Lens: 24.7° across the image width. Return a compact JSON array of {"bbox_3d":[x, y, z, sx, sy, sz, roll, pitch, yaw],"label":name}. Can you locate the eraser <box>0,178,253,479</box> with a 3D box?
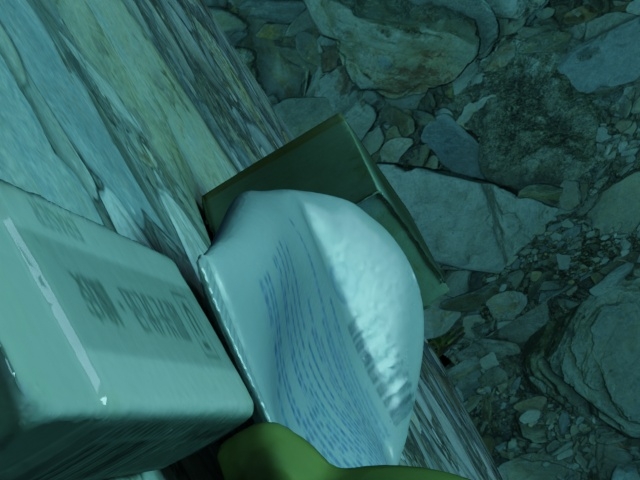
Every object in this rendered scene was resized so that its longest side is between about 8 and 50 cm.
[{"bbox_3d":[-0.088,0.041,0.540,0.089,0.061,0.352,59,4,9],"label":"eraser"}]

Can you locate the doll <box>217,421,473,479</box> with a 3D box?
[{"bbox_3d":[0.043,0.184,0.450,0.261,0.161,0.177,59,5,-37],"label":"doll"}]

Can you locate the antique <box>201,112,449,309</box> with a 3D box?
[{"bbox_3d":[0.000,0.000,1.250,0.147,0.152,0.148,53,10,-41],"label":"antique"}]

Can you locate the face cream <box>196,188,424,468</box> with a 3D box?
[{"bbox_3d":[0.001,0.075,0.875,0.420,0.137,0.235,-88,154,-80],"label":"face cream"}]
